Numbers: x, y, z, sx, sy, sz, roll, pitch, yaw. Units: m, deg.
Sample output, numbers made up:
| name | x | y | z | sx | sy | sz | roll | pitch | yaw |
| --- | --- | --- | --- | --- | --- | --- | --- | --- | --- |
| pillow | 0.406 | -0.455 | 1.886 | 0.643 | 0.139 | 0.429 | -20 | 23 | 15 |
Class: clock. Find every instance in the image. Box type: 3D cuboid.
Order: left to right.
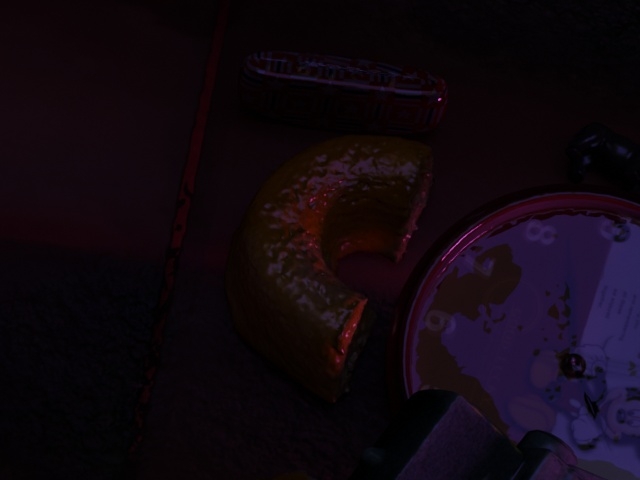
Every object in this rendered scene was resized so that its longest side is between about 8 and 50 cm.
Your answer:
| name | x | y | z | sx | sy | sz | roll | pitch | yaw |
| --- | --- | --- | --- | --- | --- | --- | --- | --- | --- |
| clock | 0.212 | 0.106 | 1.492 | 0.318 | 0.080 | 0.318 | -2 | 75 | 6 |

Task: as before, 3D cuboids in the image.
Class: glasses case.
| name | x | y | z | sx | sy | sz | roll | pitch | yaw |
| --- | --- | --- | --- | --- | --- | --- | --- | --- | --- |
| glasses case | 0.020 | -0.140 | 1.651 | 0.194 | 0.073 | 0.049 | 7 | 58 | -5 |

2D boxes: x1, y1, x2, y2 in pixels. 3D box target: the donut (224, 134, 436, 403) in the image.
| name | x | y | z | sx | sy | sz | roll | pitch | yaw |
| --- | --- | --- | --- | --- | --- | --- | --- | --- | --- |
| donut | -0.006 | 0.003 | 1.554 | 0.152 | 0.101 | 0.259 | 18 | 61 | 9 |

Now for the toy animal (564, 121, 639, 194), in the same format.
| name | x | y | z | sx | sy | sz | roll | pitch | yaw |
| --- | --- | --- | --- | --- | --- | --- | --- | --- | --- |
| toy animal | 0.297 | -0.065 | 1.665 | 0.136 | 0.047 | 0.065 | 27 | 50 | 14 |

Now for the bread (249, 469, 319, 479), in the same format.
| name | x | y | z | sx | sy | sz | roll | pitch | yaw |
| --- | --- | --- | --- | --- | --- | --- | --- | --- | --- |
| bread | -0.042 | 0.265 | 1.388 | 0.119 | 0.084 | 0.177 | 32 | 63 | 12 |

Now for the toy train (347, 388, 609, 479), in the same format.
| name | x | y | z | sx | sy | sz | roll | pitch | yaw |
| --- | --- | --- | --- | --- | --- | --- | --- | --- | --- |
| toy train | 0.064 | 0.252 | 1.312 | 0.178 | 0.138 | 0.330 | 43 | 70 | -14 |
